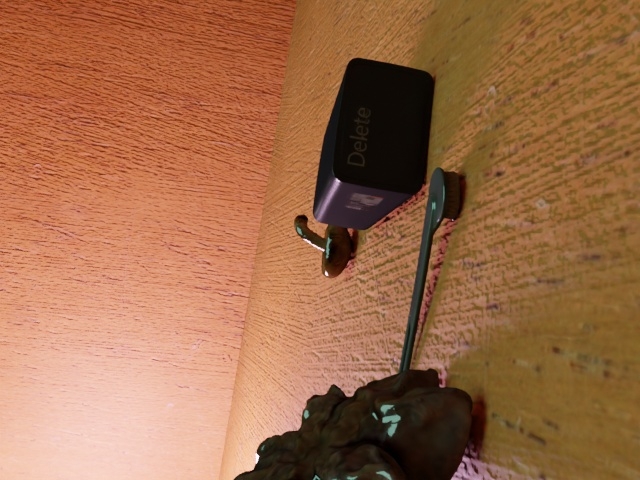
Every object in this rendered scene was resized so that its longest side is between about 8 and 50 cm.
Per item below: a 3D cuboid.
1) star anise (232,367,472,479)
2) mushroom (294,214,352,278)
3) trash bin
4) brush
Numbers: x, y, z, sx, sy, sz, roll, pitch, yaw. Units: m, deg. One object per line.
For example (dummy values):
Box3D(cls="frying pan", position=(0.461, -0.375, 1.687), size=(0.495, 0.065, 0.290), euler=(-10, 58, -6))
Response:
Box3D(cls="star anise", position=(0.008, 0.226, 0.783), size=(0.108, 0.315, 0.315), euler=(61, 173, -8))
Box3D(cls="mushroom", position=(0.010, -0.004, 1.363), size=(0.129, 0.073, 0.088), euler=(54, 162, 27))
Box3D(cls="trash bin", position=(0.057, -0.115, 1.129), size=(0.225, 0.115, 0.165), euler=(129, 149, -73))
Box3D(cls="brush", position=(0.115, 0.049, 0.931), size=(0.062, 0.027, 0.266), euler=(-107, 24, -68))
